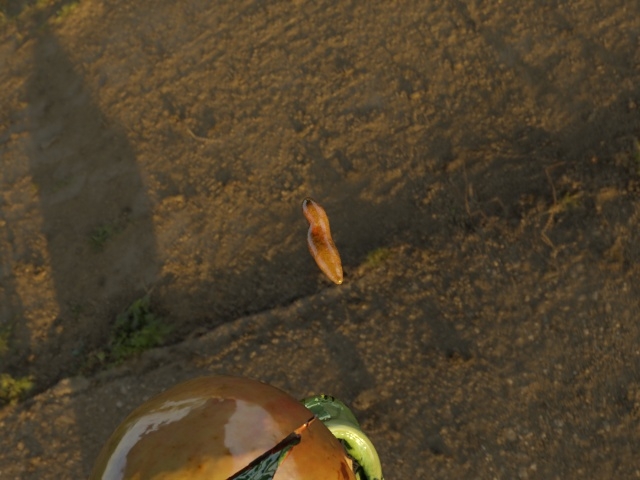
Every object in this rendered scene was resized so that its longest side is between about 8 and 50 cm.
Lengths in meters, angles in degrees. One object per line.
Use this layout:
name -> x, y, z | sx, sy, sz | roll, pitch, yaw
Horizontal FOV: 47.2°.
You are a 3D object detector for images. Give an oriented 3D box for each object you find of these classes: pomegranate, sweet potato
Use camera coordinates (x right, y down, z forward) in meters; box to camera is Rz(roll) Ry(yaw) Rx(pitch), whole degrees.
pomegranate -> -0.066, 0.183, 0.480 | 0.191, 0.191, 0.191 | -15, 52, 20
sweet potato -> 0.000, -0.001, 1.468 | 0.058, 0.055, 0.202 | -20, 72, 2

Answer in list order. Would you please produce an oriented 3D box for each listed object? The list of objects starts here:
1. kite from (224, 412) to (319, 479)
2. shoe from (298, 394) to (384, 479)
kite -> -0.046, 0.113, 0.158 | 0.198, 0.006, 0.244 | -46, 14, -30
shoe -> 0.016, 0.317, 0.873 | 0.140, 0.128, 0.262 | -17, 84, 4
